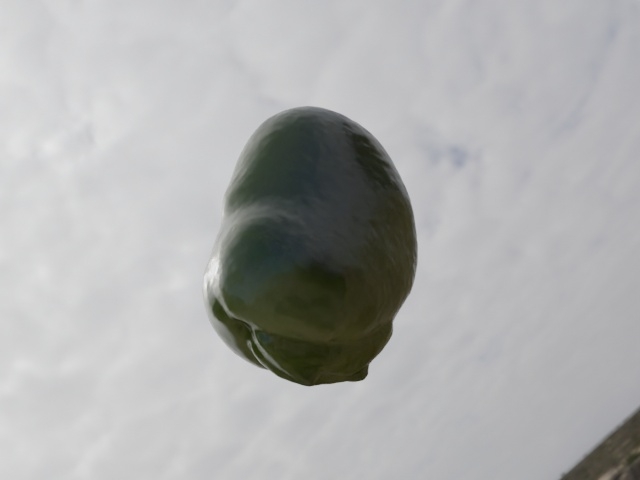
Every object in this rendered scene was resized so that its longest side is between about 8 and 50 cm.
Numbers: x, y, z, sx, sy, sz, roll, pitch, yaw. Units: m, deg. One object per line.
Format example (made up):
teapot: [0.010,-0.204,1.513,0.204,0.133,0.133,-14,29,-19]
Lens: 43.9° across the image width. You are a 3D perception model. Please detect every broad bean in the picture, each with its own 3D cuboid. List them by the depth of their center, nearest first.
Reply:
broad bean: [0.000,0.000,0.447,0.082,0.124,0.174,-37,22,50]
